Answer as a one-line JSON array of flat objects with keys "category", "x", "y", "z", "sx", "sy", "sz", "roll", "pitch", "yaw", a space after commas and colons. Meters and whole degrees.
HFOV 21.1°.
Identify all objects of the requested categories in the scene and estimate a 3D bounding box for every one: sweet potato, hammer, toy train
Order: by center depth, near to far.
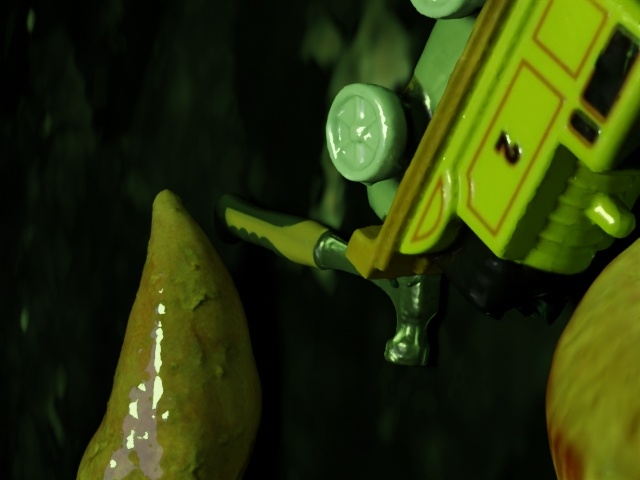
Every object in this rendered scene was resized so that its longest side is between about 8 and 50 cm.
[{"category": "toy train", "x": 0.083, "y": -0.050, "z": 0.648, "sx": 0.127, "sy": 0.089, "sz": 0.219, "roll": 51, "pitch": 130, "yaw": 35}, {"category": "hammer", "x": 0.000, "y": 0.000, "z": 0.848, "sx": 0.201, "sy": 0.021, "sz": 0.078, "roll": 22, "pitch": 107, "yaw": 57}, {"category": "sweet potato", "x": -0.092, "y": 0.155, "z": 0.924, "sx": 0.106, "sy": 0.095, "sz": 0.354, "roll": 37, "pitch": 121, "yaw": 50}]

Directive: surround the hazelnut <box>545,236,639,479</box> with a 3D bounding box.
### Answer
[{"category": "hazelnut", "x": 0.145, "y": 0.067, "z": 0.504, "sx": 0.150, "sy": 0.150, "sz": 0.150, "roll": -7, "pitch": 82, "yaw": 60}]
